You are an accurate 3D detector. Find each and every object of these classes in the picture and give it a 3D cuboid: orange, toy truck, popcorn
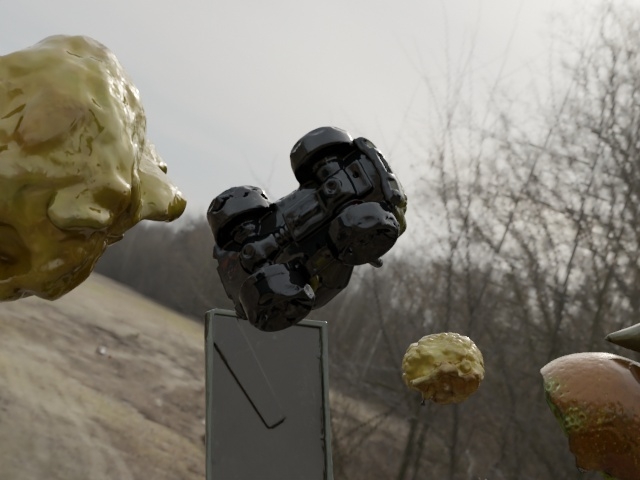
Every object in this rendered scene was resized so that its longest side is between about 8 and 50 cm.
[{"bbox_3d":[0.567,0.327,1.679,0.334,0.196,0.262,28,13,-1],"label":"orange"},{"bbox_3d":[0.000,0.000,0.939,0.165,0.224,0.147,31,27,-55],"label":"toy truck"},{"bbox_3d":[-0.220,-0.058,0.681,0.191,0.190,0.253,4,22,13],"label":"popcorn"},{"bbox_3d":[0.255,0.270,1.851,0.180,0.170,0.180,10,-24,4],"label":"popcorn"}]

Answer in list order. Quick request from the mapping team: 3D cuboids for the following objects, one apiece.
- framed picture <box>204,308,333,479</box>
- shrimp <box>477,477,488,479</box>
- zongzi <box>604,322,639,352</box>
[{"bbox_3d":[-0.071,0.226,1.239,0.189,0.260,0.023,7,-26,-23],"label":"framed picture"},{"bbox_3d":[0.171,0.353,0.995,0.042,0.190,0.101,11,14,17],"label":"shrimp"},{"bbox_3d":[0.743,0.248,1.680,0.154,0.317,0.289,83,-15,-55],"label":"zongzi"}]
